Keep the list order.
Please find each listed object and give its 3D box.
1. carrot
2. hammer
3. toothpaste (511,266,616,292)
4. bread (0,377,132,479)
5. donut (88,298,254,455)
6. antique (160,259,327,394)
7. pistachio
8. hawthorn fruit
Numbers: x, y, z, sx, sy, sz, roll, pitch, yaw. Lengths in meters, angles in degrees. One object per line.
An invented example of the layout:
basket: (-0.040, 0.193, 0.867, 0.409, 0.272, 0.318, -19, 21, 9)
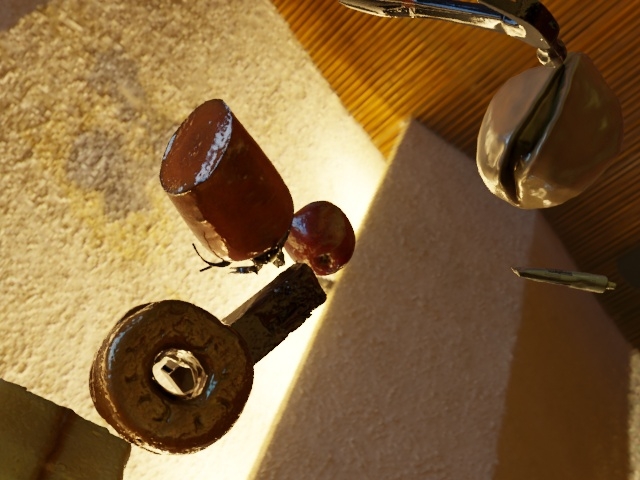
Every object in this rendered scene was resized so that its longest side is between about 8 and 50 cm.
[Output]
carrot: (-0.154, -0.063, 1.560, 0.331, 0.193, 0.214, 54, -136, -30)
hammer: (0.133, -0.270, 0.993, 0.290, 0.037, 0.137, 22, 174, 34)
toothpaste: (0.518, 0.080, 1.828, 0.234, 0.038, 0.060, 9, -169, -9)
bread: (-0.456, 0.397, 1.321, 0.263, 0.236, 0.198, 29, -159, -10)
donut: (-0.203, 0.189, 1.195, 0.227, 0.114, 0.226, 6, -107, -20)
antique: (-0.123, 0.158, 1.484, 0.310, 0.093, 0.087, -38, -79, -18)
pistachio: (0.343, -0.160, 1.304, 0.208, 0.226, 0.332, 27, -137, 21)
hawthorn fruit: (0.000, 0.000, 1.991, 0.173, 0.173, 0.172, 27, -137, -28)
